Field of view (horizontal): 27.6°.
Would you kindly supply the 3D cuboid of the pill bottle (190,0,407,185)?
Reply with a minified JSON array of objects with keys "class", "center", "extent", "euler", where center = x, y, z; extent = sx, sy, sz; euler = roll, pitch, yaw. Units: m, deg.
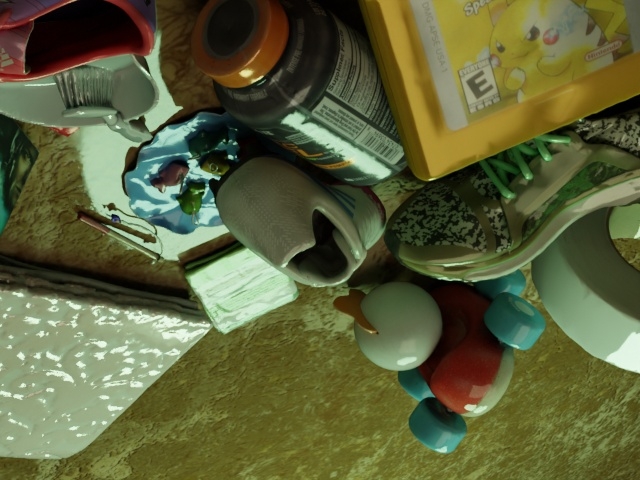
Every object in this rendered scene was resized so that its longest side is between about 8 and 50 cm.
[{"class":"pill bottle","center":[-0.012,-0.147,1.203],"extent":[0.130,0.130,0.245],"euler":[-37,146,19]}]

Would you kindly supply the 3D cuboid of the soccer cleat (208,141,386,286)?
[{"class":"soccer cleat","center":[0.000,0.000,1.370],"extent":[0.116,0.143,0.331],"euler":[-43,157,14]}]

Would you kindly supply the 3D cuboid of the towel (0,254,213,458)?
[{"class":"towel","center":[-0.337,0.148,1.488],"extent":[0.317,0.053,0.332],"euler":[-43,144,26]}]

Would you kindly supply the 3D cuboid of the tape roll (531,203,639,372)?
[{"class":"tape roll","center":[0.407,0.021,1.597],"extent":[0.286,0.286,0.100],"euler":[-12,146,-19]}]

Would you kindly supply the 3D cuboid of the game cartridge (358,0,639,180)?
[{"class":"game cartridge","center":[0.171,-0.241,1.140],"extent":[0.285,0.053,0.324],"euler":[-23,123,-4]}]

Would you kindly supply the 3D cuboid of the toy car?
[{"class":"toy car","center":[0.122,0.109,1.673],"extent":[0.238,0.210,0.219],"euler":[27,113,-18]}]

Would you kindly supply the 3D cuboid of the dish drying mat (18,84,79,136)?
[{"class":"dish drying mat","center":[-0.251,-0.118,1.196],"extent":[0.032,0.008,0.083],"euler":[-38,146,18]}]

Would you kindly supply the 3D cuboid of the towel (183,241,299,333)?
[{"class":"towel","center":[-0.092,0.048,1.544],"extent":[0.113,0.023,0.152],"euler":[-26,146,-2]}]

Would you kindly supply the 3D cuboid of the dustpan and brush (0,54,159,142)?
[{"class":"dustpan and brush","center":[-0.196,-0.120,1.169],"extent":[0.147,0.060,0.211],"euler":[-10,180,13]}]

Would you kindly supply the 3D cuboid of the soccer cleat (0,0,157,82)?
[{"class":"soccer cleat","center":[-0.281,-0.165,0.995],"extent":[0.318,0.116,0.109],"euler":[-13,140,-18]}]

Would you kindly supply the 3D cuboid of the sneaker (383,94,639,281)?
[{"class":"sneaker","center":[0.248,-0.104,1.463],"extent":[0.410,0.158,0.182],"euler":[-26,137,-10]}]

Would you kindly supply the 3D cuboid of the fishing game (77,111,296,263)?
[{"class":"fishing game","center":[-0.110,-0.062,1.348],"extent":[0.264,0.041,0.189],"euler":[-35,144,16]}]

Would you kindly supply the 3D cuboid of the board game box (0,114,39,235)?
[{"class":"board game box","center":[-0.313,-0.074,1.121],"extent":[0.026,0.126,0.186],"euler":[11,156,20]}]
